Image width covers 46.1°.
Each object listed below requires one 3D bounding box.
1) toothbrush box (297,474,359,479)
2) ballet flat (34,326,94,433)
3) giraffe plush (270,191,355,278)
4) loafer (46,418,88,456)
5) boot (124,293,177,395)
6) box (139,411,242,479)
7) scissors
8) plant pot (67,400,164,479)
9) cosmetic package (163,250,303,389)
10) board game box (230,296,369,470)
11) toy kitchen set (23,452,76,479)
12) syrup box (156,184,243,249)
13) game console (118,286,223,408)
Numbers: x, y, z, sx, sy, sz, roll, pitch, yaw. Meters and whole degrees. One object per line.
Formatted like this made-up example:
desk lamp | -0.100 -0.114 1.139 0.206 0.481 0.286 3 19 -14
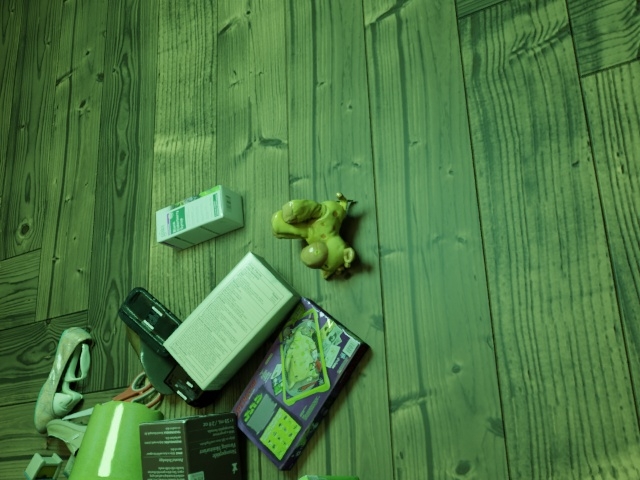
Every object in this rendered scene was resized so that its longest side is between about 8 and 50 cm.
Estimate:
toothbrush box | 0.036 0.622 1.489 0.122 0.206 0.283 -37 57 19
ballet flat | -0.728 0.407 2.155 0.106 0.107 0.315 10 81 23
giraffe plush | 0.000 0.000 1.764 0.210 0.181 0.170 -13 76 -6
loafer | -0.657 0.547 2.057 0.269 0.102 0.092 -2 68 33
boot | -0.452 0.291 2.021 0.305 0.112 0.115 62 142 26
box | -0.302 0.513 1.753 0.167 0.169 0.203 -15 78 37
scissors | -0.559 0.449 2.015 0.297 0.021 0.109 -28 57 1
plant pot | -0.500 0.546 1.872 0.276 0.276 0.253 -15 56 30
cosmetic package | -0.206 0.195 1.801 0.309 0.113 0.160 -46 72 2
board game box | -0.056 0.330 1.747 0.208 0.056 0.346 36 96 33
toy kitchen set | -0.662 0.666 1.981 0.207 0.166 0.122 26 92 38
syrup box | -0.328 -0.058 2.027 0.237 0.096 0.093 -18 66 28
game console | -0.366 0.244 1.919 0.361 0.044 0.213 37 92 18
